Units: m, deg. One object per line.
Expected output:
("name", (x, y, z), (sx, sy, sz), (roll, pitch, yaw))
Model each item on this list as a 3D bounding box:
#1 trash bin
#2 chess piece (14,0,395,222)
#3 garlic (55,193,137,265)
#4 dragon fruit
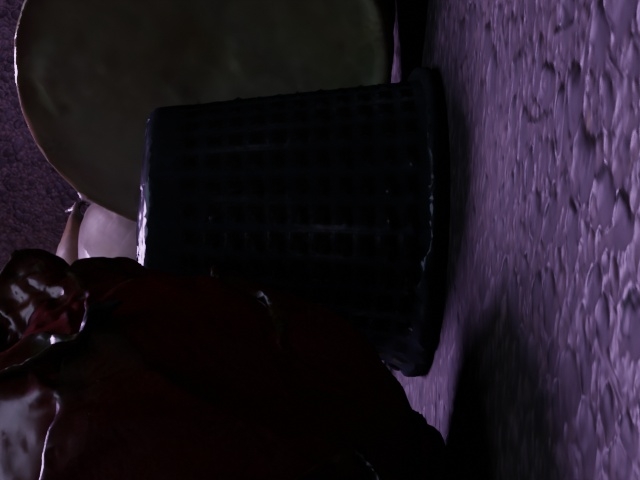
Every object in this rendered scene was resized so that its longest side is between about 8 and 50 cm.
("trash bin", (-0.020, -0.012, 0.858), (0.175, 0.161, 0.175), (-178, 90, -85))
("chess piece", (-0.054, -0.215, 1.093), (0.442, 0.234, 0.234), (-82, -3, -57))
("garlic", (-0.090, 0.031, 1.241), (0.292, 0.210, 0.237), (50, 152, 5))
("dragon fruit", (-0.067, 0.126, 0.720), (0.299, 0.244, 0.244), (49, 162, 15))
